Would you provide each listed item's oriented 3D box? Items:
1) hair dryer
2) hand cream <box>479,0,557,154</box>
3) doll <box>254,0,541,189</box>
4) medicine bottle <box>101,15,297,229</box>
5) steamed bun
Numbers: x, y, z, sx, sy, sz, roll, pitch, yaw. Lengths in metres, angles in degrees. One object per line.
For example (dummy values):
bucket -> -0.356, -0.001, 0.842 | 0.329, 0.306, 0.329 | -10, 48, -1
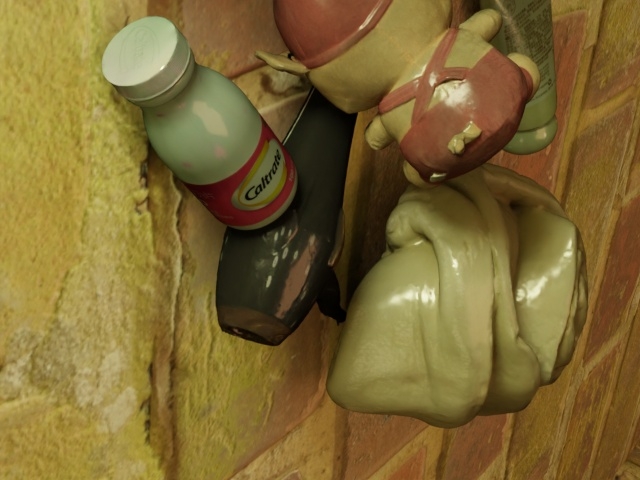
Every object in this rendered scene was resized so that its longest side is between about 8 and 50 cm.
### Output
hair dryer -> 0.000, 0.000, 1.097 | 0.359, 0.120, 0.303 | 63, 41, -65
hand cream -> 0.261, -0.247, 1.305 | 0.147, 0.093, 0.305 | -42, 140, -27
doll -> 0.076, -0.178, 0.934 | 0.196, 0.256, 0.152 | -52, -170, -23
medicine bottle -> -0.098, -0.094, 0.843 | 0.090, 0.090, 0.216 | -58, 146, -14
steamed bun -> 0.199, 0.077, 1.240 | 0.368, 0.255, 0.342 | -23, 135, -67
